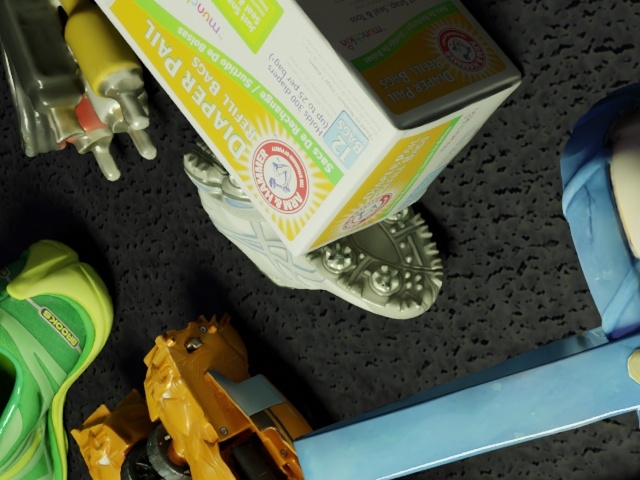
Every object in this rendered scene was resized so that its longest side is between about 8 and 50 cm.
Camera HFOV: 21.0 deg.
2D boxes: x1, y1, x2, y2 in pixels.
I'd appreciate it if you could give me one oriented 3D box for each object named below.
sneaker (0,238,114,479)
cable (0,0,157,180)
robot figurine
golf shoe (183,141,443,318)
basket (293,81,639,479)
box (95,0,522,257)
[{"bbox_3d":[-0.235,0.121,1.197,0.109,0.123,0.295,41,133,23],"label":"sneaker"},{"bbox_3d":[-0.178,-0.170,1.078,0.139,0.072,0.287,-43,64,63],"label":"cable"},{"bbox_3d":[-0.032,0.199,1.064,0.291,0.085,0.211,56,137,10],"label":"robot figurine"},{"bbox_3d":[0.000,0.000,0.969,0.176,0.069,0.086,37,151,31],"label":"golf shoe"},{"bbox_3d":[0.160,0.033,0.674,0.289,0.255,0.201,-17,89,37],"label":"basket"},{"bbox_3d":[-0.014,-0.111,0.886,0.203,0.103,0.114,52,136,14],"label":"box"}]
